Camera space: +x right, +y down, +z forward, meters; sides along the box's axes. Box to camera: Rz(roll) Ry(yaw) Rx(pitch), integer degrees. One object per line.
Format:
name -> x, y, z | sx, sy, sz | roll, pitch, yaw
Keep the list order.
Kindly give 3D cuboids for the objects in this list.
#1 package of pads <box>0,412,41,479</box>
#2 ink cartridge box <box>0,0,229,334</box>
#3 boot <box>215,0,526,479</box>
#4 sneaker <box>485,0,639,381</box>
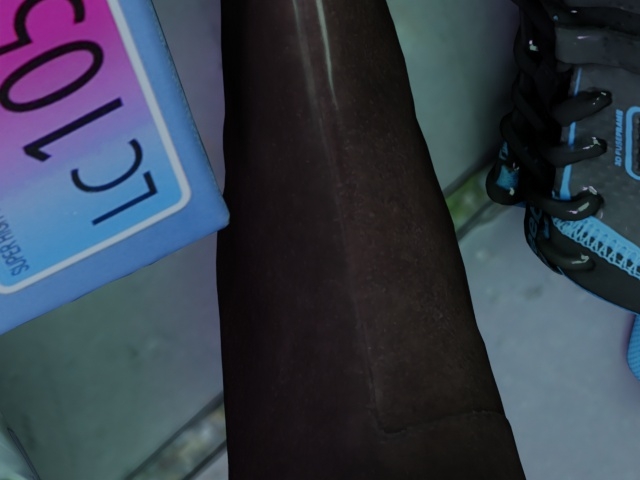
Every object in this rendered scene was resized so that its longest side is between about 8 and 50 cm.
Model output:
package of pads -> -0.188, 0.196, 0.481 | 0.296, 0.101, 0.229 | -32, 136, -21
ink cartridge box -> -0.251, -0.047, 0.388 | 0.395, 0.151, 0.270 | -25, 135, -7
boot -> 0.000, 0.000, 0.473 | 0.090, 0.248, 0.206 | -11, 107, -2
sneaker -> 0.109, -0.049, 0.535 | 0.140, 0.125, 0.341 | -32, 125, 11
